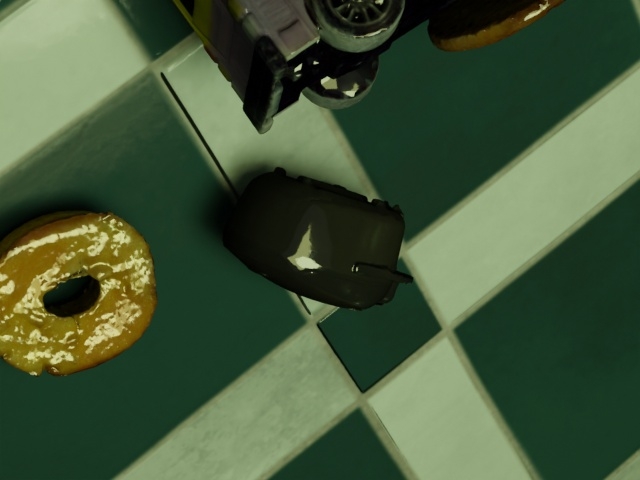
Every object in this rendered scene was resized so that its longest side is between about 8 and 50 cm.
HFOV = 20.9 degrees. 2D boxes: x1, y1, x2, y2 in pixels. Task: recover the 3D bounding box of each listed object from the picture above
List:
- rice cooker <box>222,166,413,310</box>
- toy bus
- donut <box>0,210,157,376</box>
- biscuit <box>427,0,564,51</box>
[{"bbox_3d":[0.001,0.001,1.749,0.203,0.142,0.118,17,93,-39],"label":"rice cooker"},{"bbox_3d":[0.074,-0.316,1.554,0.440,0.209,0.249,-34,83,-11],"label":"toy bus"},{"bbox_3d":[-0.249,0.045,1.672,0.178,0.065,0.162,-8,113,-26],"label":"donut"},{"bbox_3d":[0.189,-0.242,1.706,0.188,0.188,0.027,-37,113,-9],"label":"biscuit"}]
